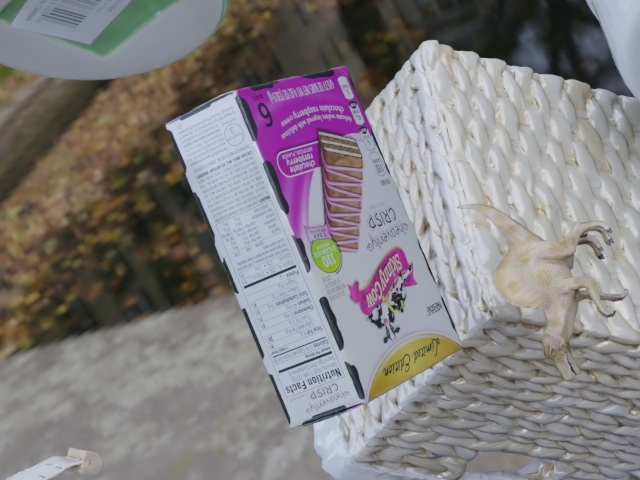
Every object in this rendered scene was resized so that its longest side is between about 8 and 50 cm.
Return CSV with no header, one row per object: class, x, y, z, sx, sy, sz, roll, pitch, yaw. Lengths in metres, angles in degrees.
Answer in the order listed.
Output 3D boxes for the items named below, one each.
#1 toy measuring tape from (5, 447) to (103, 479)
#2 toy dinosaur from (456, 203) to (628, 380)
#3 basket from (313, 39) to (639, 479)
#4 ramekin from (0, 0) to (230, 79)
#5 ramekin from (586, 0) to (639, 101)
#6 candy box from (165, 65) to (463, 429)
toy measuring tape,-0.313,0.289,1.368,0.330,0.121,0.121,-26,19,-29
toy dinosaur,0.169,0.014,1.227,0.093,0.053,0.183,-18,53,-7
basket,0.177,0.043,1.505,0.266,0.328,0.331,-52,37,42
ramekin,-0.223,-0.278,1.565,0.303,0.303,0.148,-18,62,26
ramekin,0.362,-0.217,1.394,0.277,0.277,0.135,-21,46,19
candy box,0.000,0.000,1.186,0.071,0.233,0.159,-22,0,32
